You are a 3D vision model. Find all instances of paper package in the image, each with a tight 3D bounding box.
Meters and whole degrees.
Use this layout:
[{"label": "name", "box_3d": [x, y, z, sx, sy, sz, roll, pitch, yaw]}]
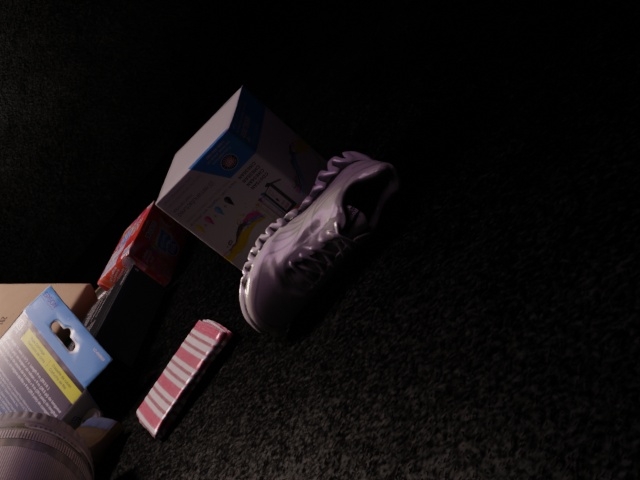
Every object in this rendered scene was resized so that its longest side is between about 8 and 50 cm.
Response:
[{"label": "paper package", "box_3d": [-0.700, 0.260, 1.900, 0.309, 0.168, 0.325, -2, 38, 20]}]

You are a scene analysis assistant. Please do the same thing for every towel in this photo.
[{"label": "towel", "box_3d": [-0.215, 0.215, 1.279, 0.197, 0.029, 0.144, -56, 19, -11]}]

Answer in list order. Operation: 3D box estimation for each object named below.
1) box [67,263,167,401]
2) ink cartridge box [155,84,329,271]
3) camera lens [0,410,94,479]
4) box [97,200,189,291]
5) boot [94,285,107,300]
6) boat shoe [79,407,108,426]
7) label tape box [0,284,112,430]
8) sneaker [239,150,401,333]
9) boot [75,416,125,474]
[{"label": "box", "box_3d": [-0.446, 0.201, 1.719, 0.184, 0.103, 0.261, -44, 19, 30]}, {"label": "ink cartridge box", "box_3d": [-0.095, -0.074, 1.233, 0.171, 0.232, 0.168, -42, 22, 23]}, {"label": "camera lens", "box_3d": [-0.440, 0.397, 1.134, 0.219, 0.219, 0.274, -46, 19, 13]}, {"label": "box", "box_3d": [-0.415, 0.035, 1.935, 0.128, 0.122, 0.257, -42, 20, 23]}, {"label": "boot", "box_3d": [-0.561, 0.155, 2.131, 0.137, 0.077, 0.198, -22, 34, 46]}, {"label": "boat shoe", "box_3d": [-0.431, 0.362, 1.473, 0.046, 0.038, 0.125, 27, 80, 28]}, {"label": "label tape box", "box_3d": [-0.543, 0.298, 1.547, 0.249, 0.115, 0.348, 39, 86, 32]}, {"label": "sneaker", "box_3d": [0.000, 0.000, 1.088, 0.292, 0.110, 0.118, -54, 28, -12]}, {"label": "boot", "box_3d": [-0.413, 0.365, 1.396, 0.219, 0.082, 0.106, -20, 20, 50]}]
